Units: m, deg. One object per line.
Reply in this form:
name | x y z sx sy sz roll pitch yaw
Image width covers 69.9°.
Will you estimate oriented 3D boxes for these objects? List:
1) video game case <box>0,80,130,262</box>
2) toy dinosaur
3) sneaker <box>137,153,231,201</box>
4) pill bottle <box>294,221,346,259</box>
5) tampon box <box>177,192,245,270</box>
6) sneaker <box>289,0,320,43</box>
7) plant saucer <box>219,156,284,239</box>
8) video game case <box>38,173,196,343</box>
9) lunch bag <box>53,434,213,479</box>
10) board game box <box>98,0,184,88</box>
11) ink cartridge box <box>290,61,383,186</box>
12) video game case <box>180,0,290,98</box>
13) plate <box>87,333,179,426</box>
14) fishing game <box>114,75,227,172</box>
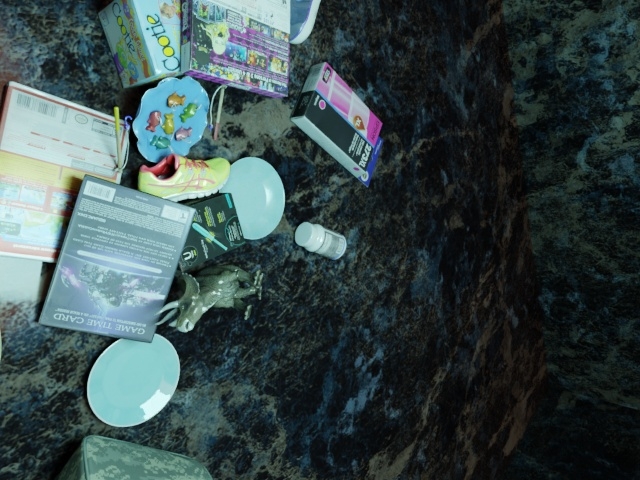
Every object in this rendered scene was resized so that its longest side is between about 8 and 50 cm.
video game case | -0.464 -0.105 0.809 0.204 0.025 0.285 14 83 -45
toy dinosaur | -0.208 0.092 0.964 0.313 0.160 0.121 -73 176 -79
sneaker | -0.273 -0.137 0.930 0.208 0.081 0.094 -28 141 -35
pill bottle | 0.000 0.000 1.250 0.137 0.078 0.078 22 77 -44
tampon box | -0.264 -0.023 0.963 0.161 0.101 0.121 -26 111 -40
sneaker | -0.100 -0.653 1.064 0.236 0.130 0.323 11 90 -49
plant saucer | -0.170 -0.100 1.099 0.195 0.037 0.195 -4 95 -46
video game case | -0.365 0.041 0.835 0.196 0.026 0.274 18 95 -26
lunch bag | -0.366 0.533 0.825 0.305 0.212 0.256 35 85 -38
board game box | -0.260 -0.406 0.911 0.275 0.142 0.144 -29 113 -41
ink cartridge box | 0.079 -0.320 1.323 0.371 0.069 0.176 34 69 -44
video game case | -0.156 -0.404 0.884 0.232 0.041 0.210 -3 95 -46
plate | -0.376 0.278 0.927 0.188 0.024 0.188 -4 96 -44
fishing game | -0.283 -0.233 0.904 0.264 0.041 0.189 -32 150 -48
